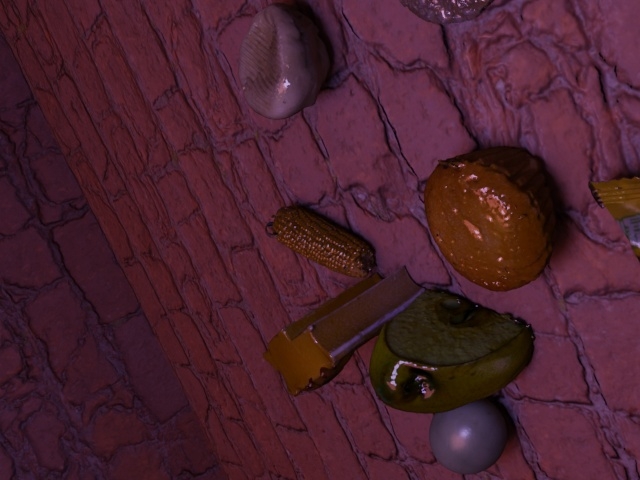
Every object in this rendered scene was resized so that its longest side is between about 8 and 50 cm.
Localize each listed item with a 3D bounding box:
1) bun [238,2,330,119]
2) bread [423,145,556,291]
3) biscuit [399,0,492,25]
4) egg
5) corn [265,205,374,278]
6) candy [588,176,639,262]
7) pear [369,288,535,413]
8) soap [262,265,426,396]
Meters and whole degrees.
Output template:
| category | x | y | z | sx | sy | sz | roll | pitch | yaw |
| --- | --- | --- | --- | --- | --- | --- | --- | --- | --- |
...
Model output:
| category | x | y | z | sx | sy | sz | roll | pitch | yaw |
| --- | --- | --- | --- | --- | --- | --- | --- | --- | --- |
| bun | -0.062 | -0.338 | 1.346 | 0.231 | 0.133 | 0.231 | 1 | 91 | 60 |
| bread | 0.272 | -0.035 | 1.122 | 0.240 | 0.139 | 0.240 | 34 | 139 | 35 |
| biscuit | 0.169 | -0.401 | 1.077 | 0.250 | 0.032 | 0.133 | 39 | 143 | 28 |
| egg | 0.294 | 0.391 | 1.413 | 0.149 | 0.149 | 0.192 | 45 | 150 | 23 |
| corn | 0.000 | 0.000 | 1.559 | 0.293 | 0.106 | 0.106 | 25 | 134 | 40 |
| candy | 0.495 | 0.032 | 0.933 | 0.187 | 0.081 | 0.297 | -9 | 120 | 54 |
| pear | 0.228 | 0.231 | 1.289 | 0.238 | 0.255 | 0.164 | 20 | 129 | 39 |
| soap | 0.053 | 0.185 | 1.461 | 0.143 | 0.281 | 0.259 | 58 | 146 | 9 |
